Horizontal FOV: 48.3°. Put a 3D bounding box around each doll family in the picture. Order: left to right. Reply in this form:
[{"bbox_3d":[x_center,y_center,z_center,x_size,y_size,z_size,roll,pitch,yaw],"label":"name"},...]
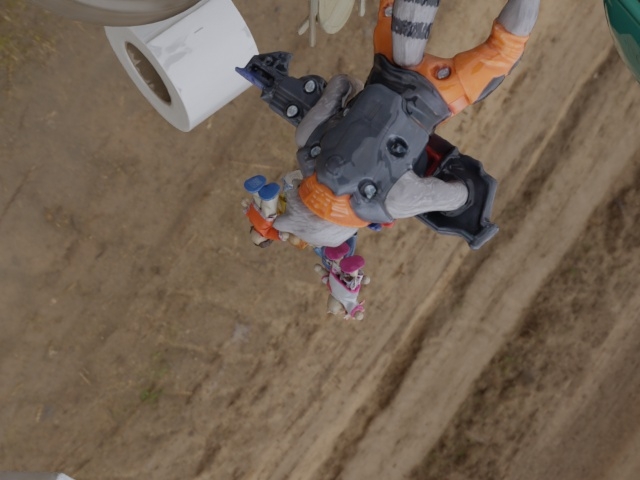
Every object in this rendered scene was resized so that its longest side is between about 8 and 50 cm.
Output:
[{"bbox_3d":[0.000,0.000,1.053,0.118,0.263,0.163,-37,155,-25],"label":"doll family"}]

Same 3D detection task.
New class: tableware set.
[{"bbox_3d":[0.009,-0.331,0.799,0.128,0.039,0.194,-44,146,-43],"label":"tableware set"}]

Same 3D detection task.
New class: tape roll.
[{"bbox_3d":[-0.246,-0.342,1.281,0.169,0.246,0.246,-40,146,-17],"label":"tape roll"}]

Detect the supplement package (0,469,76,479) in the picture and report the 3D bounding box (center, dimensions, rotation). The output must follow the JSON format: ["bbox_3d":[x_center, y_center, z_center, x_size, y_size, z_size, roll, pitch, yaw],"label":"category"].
[{"bbox_3d":[-0.255,0.322,0.618,0.149,0.203,0.194,42,54,-23],"label":"supplement package"}]

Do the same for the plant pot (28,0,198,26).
[{"bbox_3d":[-0.154,-0.368,0.588,0.323,0.280,0.323,-2,94,-29],"label":"plant pot"}]

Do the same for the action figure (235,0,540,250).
[{"bbox_3d":[0.034,-0.149,0.675,0.178,0.341,0.330,-1,118,-63],"label":"action figure"}]

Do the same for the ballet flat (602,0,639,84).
[{"bbox_3d":[0.231,-0.038,0.309,0.106,0.316,0.107,-21,148,13],"label":"ballet flat"}]
